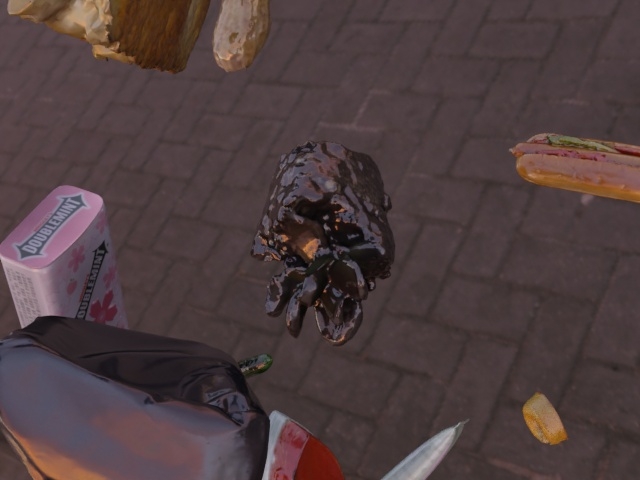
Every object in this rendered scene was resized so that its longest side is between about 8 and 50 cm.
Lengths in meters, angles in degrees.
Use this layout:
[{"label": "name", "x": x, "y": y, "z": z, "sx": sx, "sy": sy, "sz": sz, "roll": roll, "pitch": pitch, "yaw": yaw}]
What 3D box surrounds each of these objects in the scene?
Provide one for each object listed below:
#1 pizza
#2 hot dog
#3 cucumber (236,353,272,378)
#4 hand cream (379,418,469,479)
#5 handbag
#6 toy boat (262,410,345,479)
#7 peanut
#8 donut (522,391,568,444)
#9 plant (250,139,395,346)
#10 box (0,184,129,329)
[{"label": "pizza", "x": -0.101, "y": -0.244, "z": 0.625, "sx": 0.258, "sy": 0.087, "sz": 0.268, "roll": -94, "pitch": 24, "yaw": -86}, {"label": "hot dog", "x": 0.379, "y": -0.107, "z": 1.386, "sx": 0.235, "sy": 0.062, "sz": 0.092, "roll": 11, "pitch": 54, "yaw": 24}, {"label": "cucumber", "x": -0.126, "y": 0.201, "z": 1.463, "sx": 0.184, "sy": 0.033, "sz": 0.036, "roll": -35, "pitch": 43, "yaw": 47}, {"label": "hand cream", "x": 0.151, "y": 0.346, "z": 1.511, "sx": 0.205, "sy": 0.078, "sz": 0.050, "roll": -46, "pitch": 71, "yaw": 10}, {"label": "handbag", "x": -0.201, "y": 0.187, "z": 0.975, "sx": 0.302, "sy": 0.275, "sz": 0.178, "roll": -170, "pitch": 93, "yaw": -82}, {"label": "toy boat", "x": -0.038, "y": 0.441, "z": 1.623, "sx": 0.145, "sy": 0.332, "sz": 0.133, "roll": -20, "pitch": 17, "yaw": -41}, {"label": "peanut", "x": -0.121, "y": -0.372, "z": 1.565, "sx": 0.099, "sy": 0.099, "sz": 0.214, "roll": 9, "pitch": 95, "yaw": 41}, {"label": "donut", "x": 0.400, "y": 0.323, "z": 1.766, "sx": 0.043, "sy": 0.108, "sz": 0.097, "roll": -26, "pitch": 78, "yaw": -8}, {"label": "plant", "x": 0.000, "y": 0.000, "z": 1.448, "sx": 0.199, "sy": 0.188, "sz": 0.276, "roll": -47, "pitch": 32, "yaw": 48}, {"label": "box", "x": -0.427, "y": 0.103, "z": 1.686, "sx": 0.112, "sy": 0.370, "sz": 0.190, "roll": 19, "pitch": 49, "yaw": 18}]
